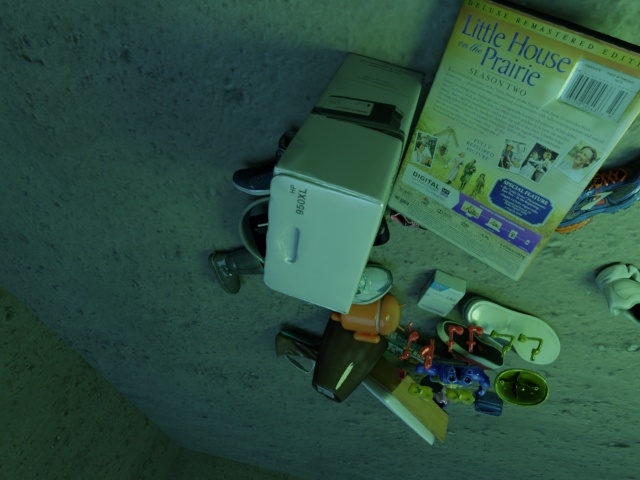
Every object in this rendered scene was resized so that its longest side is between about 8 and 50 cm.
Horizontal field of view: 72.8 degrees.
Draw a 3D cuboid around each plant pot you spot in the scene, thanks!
[{"bbox_3d":[0.072,0.387,1.392,0.215,0.230,0.215,25,150,15],"label":"plant pot"}]

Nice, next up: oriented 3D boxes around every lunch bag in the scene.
[{"bbox_3d":[0.579,0.566,1.505,0.098,0.065,0.067,7,136,17],"label":"lunch bag"}]

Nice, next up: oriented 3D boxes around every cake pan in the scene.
[{"bbox_3d":[-0.077,-0.021,1.185,0.293,0.054,0.293,8,136,8],"label":"cake pan"}]

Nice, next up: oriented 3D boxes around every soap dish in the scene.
[{"bbox_3d":[0.275,0.521,1.447,0.291,0.118,0.229,48,167,-21],"label":"soap dish"}]

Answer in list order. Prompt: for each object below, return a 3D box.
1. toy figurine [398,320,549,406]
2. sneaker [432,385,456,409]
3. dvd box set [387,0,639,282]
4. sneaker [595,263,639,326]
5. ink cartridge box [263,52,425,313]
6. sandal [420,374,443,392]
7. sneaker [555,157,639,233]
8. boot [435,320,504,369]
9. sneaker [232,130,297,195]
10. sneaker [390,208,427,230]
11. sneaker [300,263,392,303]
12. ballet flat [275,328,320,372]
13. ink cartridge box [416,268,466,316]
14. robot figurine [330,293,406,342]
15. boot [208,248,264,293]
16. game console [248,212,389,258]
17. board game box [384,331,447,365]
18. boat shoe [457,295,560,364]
[{"bbox_3d":[0.389,0.333,1.177,0.362,0.191,0.217,3,166,7],"label":"toy figurine"},{"bbox_3d":[0.399,0.580,1.573,0.095,0.104,0.236,26,139,-4],"label":"sneaker"},{"bbox_3d":[0.313,-0.162,0.763,0.307,0.062,0.420,33,134,22],"label":"dvd box set"},{"bbox_3d":[0.764,0.161,0.967,0.292,0.118,0.110,20,137,2],"label":"sneaker"},{"bbox_3d":[0.049,-0.112,0.798,0.166,0.395,0.285,18,138,7],"label":"ink cartridge box"},{"bbox_3d":[0.364,0.424,1.358,0.067,0.040,0.179,23,137,11],"label":"sandal"},{"bbox_3d":[0.530,-0.094,0.839,0.087,0.083,0.221,40,133,-9],"label":"sneaker"},{"bbox_3d":[0.412,0.344,1.340,0.244,0.088,0.176,33,139,-15],"label":"boot"},{"bbox_3d":[-0.113,-0.183,1.023,0.226,0.086,0.163,5,143,10],"label":"sneaker"},{"bbox_3d":[0.217,-0.048,1.043,0.119,0.057,0.047,25,136,-3],"label":"sneaker"},{"bbox_3d":[0.059,0.132,1.202,0.283,0.110,0.122,-13,171,16],"label":"sneaker"},{"bbox_3d":[-0.011,0.427,1.573,0.342,0.124,0.116,15,-178,10],"label":"ballet flat"},{"bbox_3d":[0.331,0.146,1.194,0.088,0.052,0.122,22,137,2],"label":"ink cartridge box"},{"bbox_3d":[0.143,0.214,1.293,0.219,0.158,0.128,5,152,19],"label":"robot figurine"},{"bbox_3d":[-0.240,0.098,1.400,0.208,0.076,0.189,-9,132,22],"label":"boot"},{"bbox_3d":[0.000,0.000,1.117,0.361,0.044,0.213,-8,133,23],"label":"game console"},{"bbox_3d":[0.314,0.372,1.394,0.259,0.030,0.136,26,150,16],"label":"board game box"},{"bbox_3d":[0.518,0.239,1.198,0.319,0.116,0.099,27,-178,-13],"label":"boat shoe"}]
